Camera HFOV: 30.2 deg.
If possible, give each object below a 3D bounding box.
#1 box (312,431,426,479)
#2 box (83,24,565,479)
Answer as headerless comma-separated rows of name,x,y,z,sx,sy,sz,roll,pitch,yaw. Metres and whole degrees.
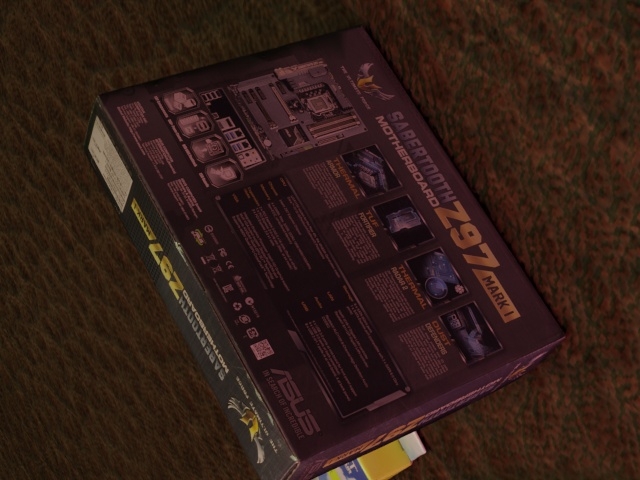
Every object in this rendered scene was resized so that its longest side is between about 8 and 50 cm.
box,0.005,0.143,0.891,0.109,0.042,0.178,62,151,14
box,0.000,0.000,0.665,0.232,0.183,0.059,59,150,17
